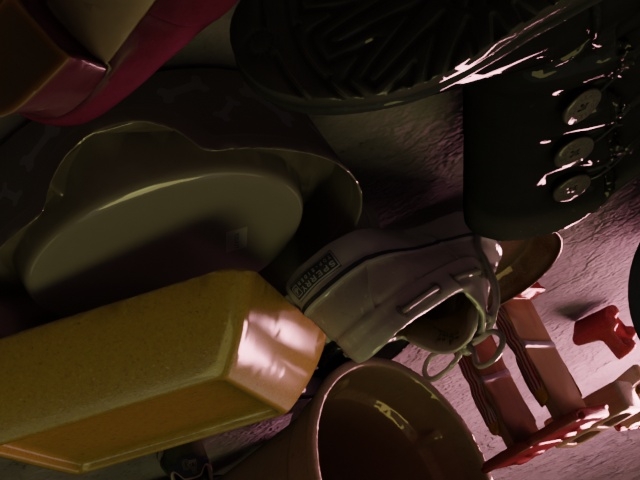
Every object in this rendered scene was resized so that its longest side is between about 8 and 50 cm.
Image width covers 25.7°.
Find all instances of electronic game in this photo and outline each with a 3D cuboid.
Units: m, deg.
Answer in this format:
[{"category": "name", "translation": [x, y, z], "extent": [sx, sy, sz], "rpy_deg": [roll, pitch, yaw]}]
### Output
[{"category": "electronic game", "translation": [0.031, 0.125, 1.711], "extent": [0.229, 0.048, 0.229], "rpy_deg": [-25, 157, -12]}]

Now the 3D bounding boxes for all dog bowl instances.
[{"category": "dog bowl", "translation": [-0.143, -0.021, 1.224], "extent": [0.348, 0.102, 0.349], "rpy_deg": [-17, 156, -8]}]

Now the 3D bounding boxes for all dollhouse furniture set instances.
[{"category": "dollhouse furniture set", "translation": [0.318, 0.181, 1.889], "extent": [0.152, 0.201, 0.374], "rpy_deg": [-35, 158, 27]}]

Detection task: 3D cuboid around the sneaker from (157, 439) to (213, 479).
[{"category": "sneaker", "translation": [-0.179, 0.310, 1.876], "extent": [0.064, 0.086, 0.192], "rpy_deg": [-16, 155, -10]}]

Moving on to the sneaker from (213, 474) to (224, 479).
[{"category": "sneaker", "translation": [-0.259, 0.418, 1.966], "extent": [0.365, 0.137, 0.210], "rpy_deg": [-23, 158, 11]}]

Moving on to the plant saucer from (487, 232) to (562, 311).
[{"category": "plant saucer", "translation": [0.189, 0.030, 1.650], "extent": [0.198, 0.036, 0.199], "rpy_deg": [-19, 151, -11]}]

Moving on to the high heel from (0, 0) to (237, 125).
[{"category": "high heel", "translation": [-0.078, -0.213, 0.939], "extent": [0.377, 0.127, 0.181], "rpy_deg": [-33, -178, 14]}]

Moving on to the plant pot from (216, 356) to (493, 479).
[{"category": "plant pot", "translation": [0.004, 0.354, 1.744], "extent": [0.305, 0.334, 0.333], "rpy_deg": [-31, 154, 35]}]

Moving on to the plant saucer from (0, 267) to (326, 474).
[{"category": "plant saucer", "translation": [-0.173, 0.141, 1.310], "extent": [0.332, 0.081, 0.333], "rpy_deg": [-17, 163, 8]}]

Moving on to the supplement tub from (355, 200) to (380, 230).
[{"category": "supplement tub", "translation": [0.000, 0.000, 1.414], "extent": [0.107, 0.071, 0.071], "rpy_deg": [-8, 152, -25]}]

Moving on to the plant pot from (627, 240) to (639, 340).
[{"category": "plant pot", "translation": [0.509, 0.062, 1.706], "extent": [0.293, 0.293, 0.235], "rpy_deg": [-19, 171, -5]}]

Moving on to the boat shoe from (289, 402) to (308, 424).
[{"category": "boat shoe", "translation": [-0.004, 0.265, 1.922], "extent": [0.096, 0.088, 0.267], "rpy_deg": [4, 137, -38]}]

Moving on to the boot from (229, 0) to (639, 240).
[{"category": "boot", "translation": [0.136, -0.122, 1.216], "extent": [0.367, 0.146, 0.445], "rpy_deg": [-19, 159, 0]}]

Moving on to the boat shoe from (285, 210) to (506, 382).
[{"category": "boat shoe", "translation": [0.115, 0.067, 1.379], "extent": [0.136, 0.156, 0.367], "rpy_deg": [-42, 164, 21]}]
